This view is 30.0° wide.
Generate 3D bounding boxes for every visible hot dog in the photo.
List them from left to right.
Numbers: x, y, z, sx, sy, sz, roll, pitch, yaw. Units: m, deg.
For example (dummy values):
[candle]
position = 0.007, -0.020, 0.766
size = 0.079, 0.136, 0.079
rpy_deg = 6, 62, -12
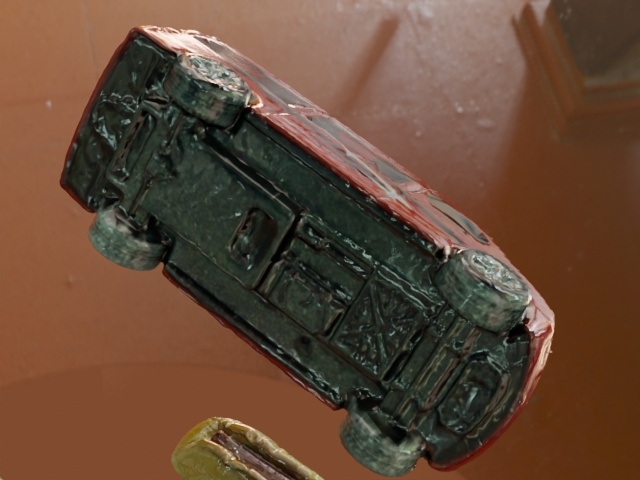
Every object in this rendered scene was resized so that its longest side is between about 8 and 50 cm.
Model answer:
[hot dog]
position = -0.071, 0.261, 1.319
size = 0.084, 0.073, 0.242
rpy_deg = -31, 43, -34

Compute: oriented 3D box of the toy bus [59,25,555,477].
[toy bus]
position = 0.000, 0.000, 0.449
size = 0.195, 0.081, 0.089
rpy_deg = 37, 23, 15

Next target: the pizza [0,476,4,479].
[pizza]
position = -0.203, 0.161, 0.736
size = 0.083, 0.037, 0.016
rpy_deg = 48, 38, -12
